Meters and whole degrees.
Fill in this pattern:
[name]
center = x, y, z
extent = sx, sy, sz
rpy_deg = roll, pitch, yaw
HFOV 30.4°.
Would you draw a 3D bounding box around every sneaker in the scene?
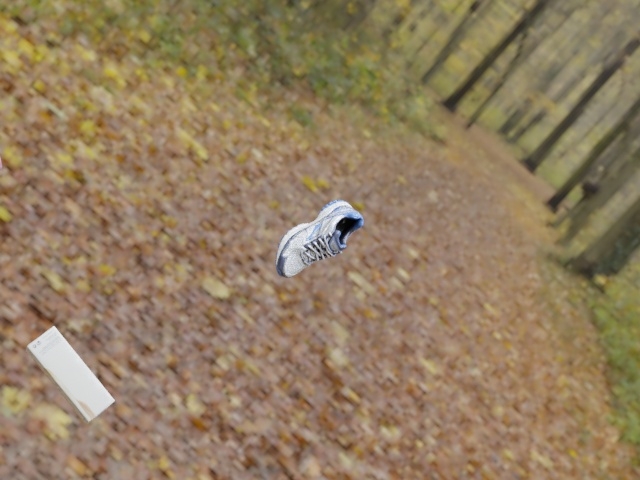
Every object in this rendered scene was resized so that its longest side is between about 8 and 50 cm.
[sneaker]
center = 0.000, 0.000, 1.490
extent = 0.058, 0.135, 0.052
rpy_deg = 26, -28, 46

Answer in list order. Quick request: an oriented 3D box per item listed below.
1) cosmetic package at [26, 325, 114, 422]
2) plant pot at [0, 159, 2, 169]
[cosmetic package]
center = -0.296, 0.160, 1.391
extent = 0.115, 0.041, 0.060
rpy_deg = 51, -18, 0
[plant pot]
center = -0.476, -0.142, 1.313
extent = 0.201, 0.180, 0.201
rpy_deg = 159, -90, -80
